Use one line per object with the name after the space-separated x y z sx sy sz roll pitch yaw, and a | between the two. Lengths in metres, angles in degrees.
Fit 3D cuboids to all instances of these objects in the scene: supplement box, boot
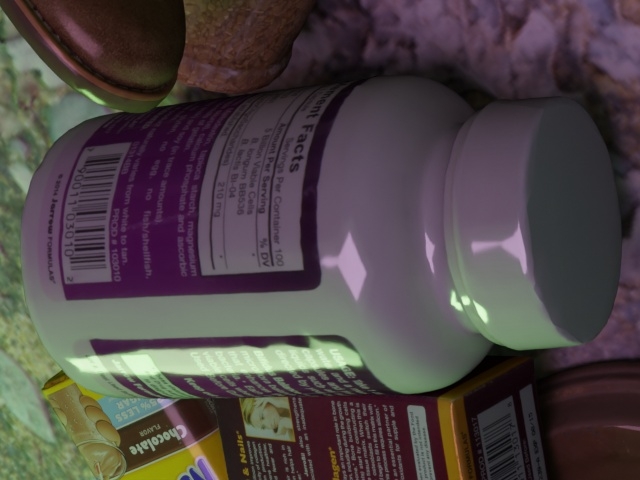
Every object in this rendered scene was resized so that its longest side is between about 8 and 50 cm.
0.034 0.123 0.947 0.188 0.081 0.104 -1 103 42 | supplement box
-0.106 -0.210 0.757 0.115 0.112 0.305 -27 69 35 | boot

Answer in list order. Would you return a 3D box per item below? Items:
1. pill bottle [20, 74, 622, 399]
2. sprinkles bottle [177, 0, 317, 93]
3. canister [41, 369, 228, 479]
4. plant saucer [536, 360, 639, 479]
0.000 0.000 0.881 0.301 0.169 0.169 -4 111 31 | pill bottle
0.002 -0.238 0.792 0.121 0.121 0.355 38 127 8 | sprinkles bottle
-0.093 0.141 1.063 0.126 0.073 0.170 -27 97 36 | canister
0.199 0.201 0.947 0.278 0.041 0.278 13 120 24 | plant saucer
